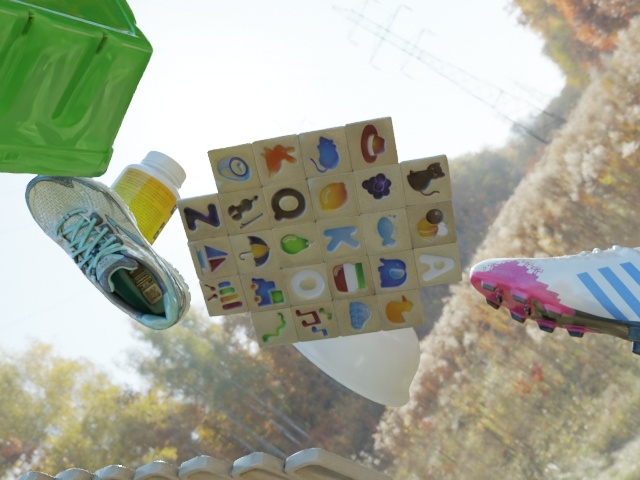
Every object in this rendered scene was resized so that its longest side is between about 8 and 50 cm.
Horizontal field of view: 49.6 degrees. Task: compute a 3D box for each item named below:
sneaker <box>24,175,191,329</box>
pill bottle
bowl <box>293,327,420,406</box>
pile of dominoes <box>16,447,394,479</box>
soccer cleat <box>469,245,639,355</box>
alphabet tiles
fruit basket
[{"bbox_3d":[-0.286,0.012,0.947,0.110,0.283,0.122,-46,11,-1],"label":"sneaker"},{"bbox_3d":[-0.323,-0.051,1.208,0.215,0.117,0.117,-61,-8,-25],"label":"pill bottle"},{"bbox_3d":[0.068,0.139,1.200,0.134,0.297,0.298,-54,-11,9],"label":"bowl"},{"bbox_3d":[-0.044,0.170,0.455,0.196,0.251,0.040,54,-148,-42],"label":"pile of dominoes"},{"bbox_3d":[0.380,0.063,0.970,0.143,0.331,0.116,-63,-33,-17],"label":"soccer cleat"},{"bbox_3d":[0.000,0.000,0.881,0.011,0.342,0.285,-79,-22,-66],"label":"alphabet tiles"},{"bbox_3d":[-0.410,-0.168,0.682,0.392,0.283,0.392,-28,-15,-9],"label":"fruit basket"}]
